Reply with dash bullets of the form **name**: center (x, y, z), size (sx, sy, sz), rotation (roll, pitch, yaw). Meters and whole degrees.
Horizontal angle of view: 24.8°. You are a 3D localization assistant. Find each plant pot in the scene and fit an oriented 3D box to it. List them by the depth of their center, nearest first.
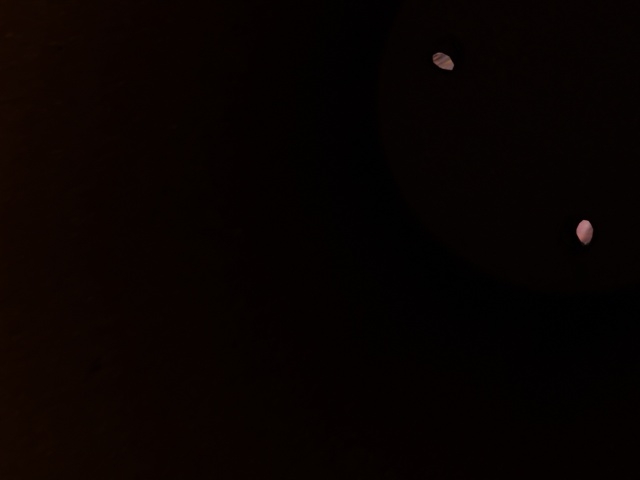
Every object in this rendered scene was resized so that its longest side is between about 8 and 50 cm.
- **plant pot**: center (0.033, -0.006, 0.325), size (0.237, 0.237, 0.254), rotation (-21, 10, 25)
